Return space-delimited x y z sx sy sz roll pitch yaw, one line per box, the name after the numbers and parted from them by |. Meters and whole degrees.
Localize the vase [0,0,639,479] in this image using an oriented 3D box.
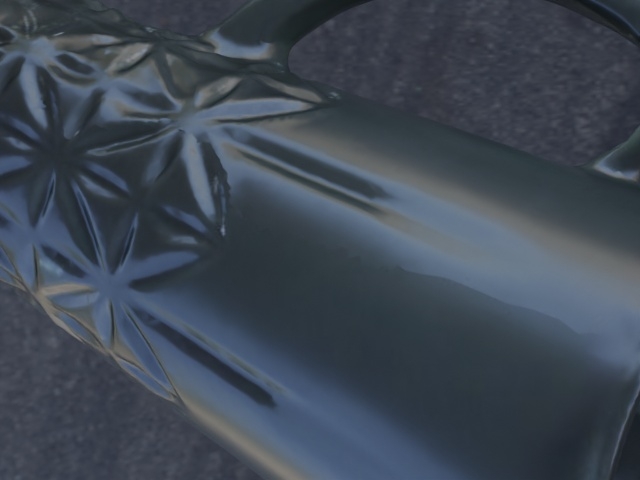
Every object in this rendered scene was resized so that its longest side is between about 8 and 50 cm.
0.000 0.000 0.506 0.301 0.156 0.251 27 91 20 | vase
